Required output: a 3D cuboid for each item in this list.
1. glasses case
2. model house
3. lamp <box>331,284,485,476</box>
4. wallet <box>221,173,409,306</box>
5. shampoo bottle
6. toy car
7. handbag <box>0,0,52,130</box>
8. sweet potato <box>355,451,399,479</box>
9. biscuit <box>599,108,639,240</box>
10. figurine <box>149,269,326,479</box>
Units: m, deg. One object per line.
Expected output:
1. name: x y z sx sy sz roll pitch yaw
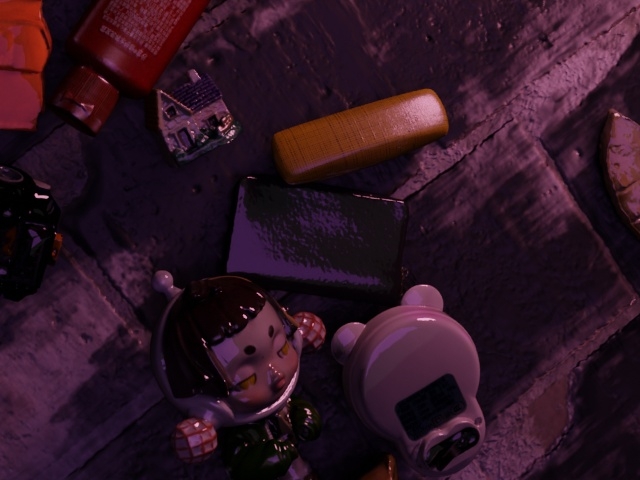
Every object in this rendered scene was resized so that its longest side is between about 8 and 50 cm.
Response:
1. glasses case: 0.052 -0.131 1.608 0.234 0.064 0.079 -18 82 -13
2. model house: -0.162 -0.155 1.544 0.100 0.088 0.100 -29 103 -12
3. lamp: 0.125 0.190 1.637 0.179 0.108 0.246 -28 103 -5
4. wallet: 0.000 0.000 1.623 0.250 0.044 0.149 8 90 -13
5. shampoo bottle: -0.212 -0.270 1.502 0.118 0.076 0.314 34 77 -17
6. toy car: -0.455 -0.018 1.473 0.301 0.118 0.193 13 111 -18
7. handbag: -0.451 -0.336 1.443 0.303 0.116 0.410 2 96 -13
8. sweet potato: 0.021 0.451 1.591 0.158 0.158 0.370 41 72 -14
9. biscuit: 0.485 -0.053 1.735 0.289 0.038 0.141 30 88 -14
10. figurine: -0.093 0.196 1.563 0.281 0.167 0.370 -42 117 -41
